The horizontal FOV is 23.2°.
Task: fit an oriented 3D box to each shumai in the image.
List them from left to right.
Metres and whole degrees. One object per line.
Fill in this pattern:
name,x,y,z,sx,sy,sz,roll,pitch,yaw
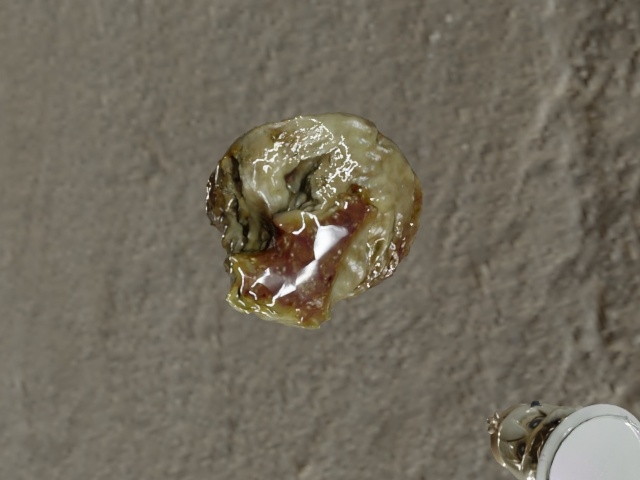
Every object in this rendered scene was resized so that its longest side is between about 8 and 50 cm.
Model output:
shumai,0.002,-0.002,0.915,0.123,0.139,0.105,-22,69,13

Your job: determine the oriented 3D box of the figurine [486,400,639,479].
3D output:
figurine,0.223,0.204,1.481,0.154,0.132,0.132,19,117,63
